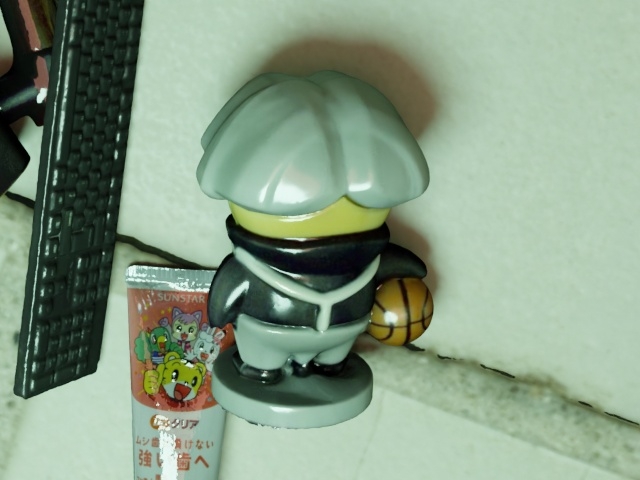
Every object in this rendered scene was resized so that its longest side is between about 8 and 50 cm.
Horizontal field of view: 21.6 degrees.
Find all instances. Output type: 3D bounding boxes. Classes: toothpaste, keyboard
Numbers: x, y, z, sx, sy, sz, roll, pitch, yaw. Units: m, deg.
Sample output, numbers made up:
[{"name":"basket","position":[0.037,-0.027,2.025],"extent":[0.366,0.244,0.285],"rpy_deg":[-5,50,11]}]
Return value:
[{"name":"toothpaste","position":[-0.106,0.136,1.255],"extent":[0.089,0.057,0.234],"rpy_deg":[3,96,-3]},{"name":"keyboard","position":[-0.167,-0.043,1.180],"extent":[0.018,0.101,0.309],"rpy_deg":[15,105,24]}]

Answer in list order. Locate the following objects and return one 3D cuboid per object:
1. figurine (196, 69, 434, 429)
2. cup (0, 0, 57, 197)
[{"name":"figurine","position":[0.000,0.000,1.167],"extent":[0.176,0.133,0.236],"rpy_deg":[-7,114,-23]},{"name":"cup","position":[-0.277,-0.100,1.130],"extent":[0.239,0.166,0.177],"rpy_deg":[-35,106,11]}]
